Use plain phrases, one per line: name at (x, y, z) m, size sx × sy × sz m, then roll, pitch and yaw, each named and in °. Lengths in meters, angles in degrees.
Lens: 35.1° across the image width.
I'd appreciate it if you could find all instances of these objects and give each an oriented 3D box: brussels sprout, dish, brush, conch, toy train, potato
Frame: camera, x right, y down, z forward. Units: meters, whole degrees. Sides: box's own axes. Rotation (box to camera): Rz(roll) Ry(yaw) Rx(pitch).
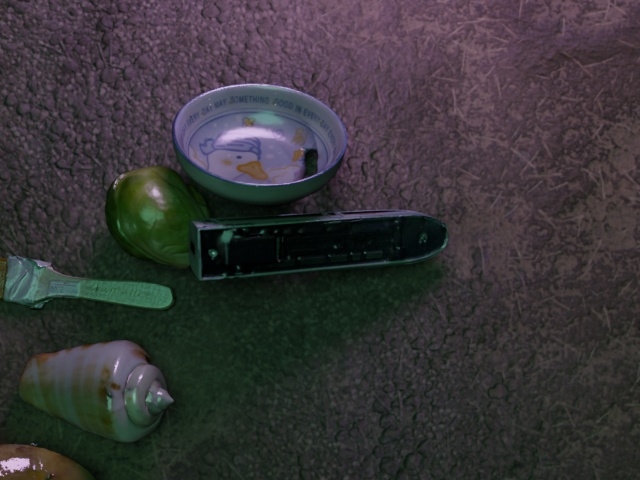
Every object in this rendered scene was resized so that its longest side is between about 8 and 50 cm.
brussels sprout at (-0.262, -0.036, 1.605) m, size 0.131 × 0.145 × 0.183 m, roll -41°, pitch 73°, yaw 24°
dish at (-0.098, -0.123, 1.615) m, size 0.274 × 0.133 × 0.273 m, roll 3°, pitch 42°, yaw -3°
brush at (-0.401, 0.076, 1.644) m, size 0.337 × 0.020 × 0.085 m, roll 5°, pitch 79°, yaw 3°
conch at (-0.350, 0.229, 1.558) m, size 0.255 × 0.127 × 0.158 m, roll 2°, pitch 80°, yaw 3°
toy train at (0.000, 0.000, 1.585) m, size 0.407 × 0.088 × 0.086 m, roll -3°, pitch 103°, yaw -17°
potato at (-0.461, 0.422, 1.482) m, size 0.299 × 0.116 × 0.239 m, roll 7°, pitch 93°, yaw -17°
